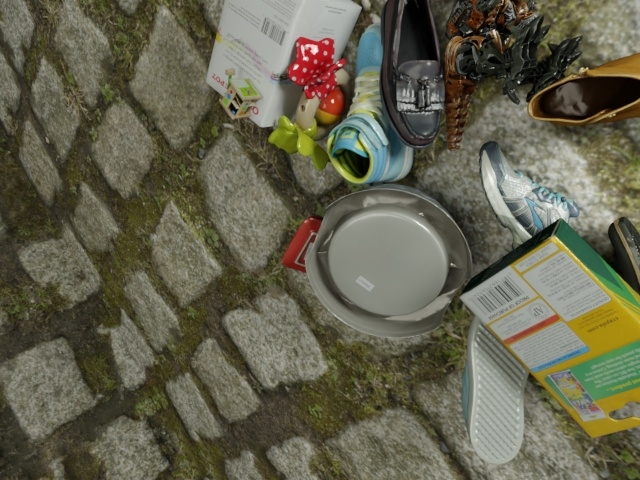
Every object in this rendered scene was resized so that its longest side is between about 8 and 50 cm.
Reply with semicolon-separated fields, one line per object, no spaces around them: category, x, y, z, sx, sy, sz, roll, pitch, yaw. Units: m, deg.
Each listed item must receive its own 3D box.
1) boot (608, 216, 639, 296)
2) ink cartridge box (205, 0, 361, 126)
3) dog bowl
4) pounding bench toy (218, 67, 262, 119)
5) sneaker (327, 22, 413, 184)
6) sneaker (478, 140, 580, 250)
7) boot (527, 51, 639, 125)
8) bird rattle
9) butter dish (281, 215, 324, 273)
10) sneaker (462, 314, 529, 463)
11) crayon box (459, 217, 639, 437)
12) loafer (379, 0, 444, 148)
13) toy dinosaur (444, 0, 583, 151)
boot;0.491;0.069;0.743;0.137;0.076;0.198;-19;95;46
ink cartridge box;-0.087;-0.418;0.930;0.198;0.197;0.270;42;128;18
dog bowl;0.144;0.039;0.925;0.348;0.102;0.349;8;118;16
pounding bench toy;-0.174;-0.298;0.880;0.083;0.052;0.065;54;132;7
sneaker;0.094;-0.259;0.842;0.127;0.208;0.320;2;108;39
sneaker;0.383;-0.062;0.775;0.122;0.110;0.283;-27;96;29
boot;0.452;-0.209;0.577;0.294;0.211;0.104;-6;104;39
bird rattle;-0.007;-0.292;0.907;0.143;0.207;0.254;27;123;21
butter dish;0.000;0.000;1.082;0.159;0.118;0.160;19;124;-19
sneaker;0.350;0.244;0.887;0.135;0.150;0.367;11;91;5
crayon box;0.422;0.149;0.712;0.323;0.083;0.203;48;133;7
loafer;0.164;-0.321;0.772;0.095;0.108;0.303;133;132;-76
toy dinosaur;0.293;-0.319;0.734;0.218;0.164;0.322;40;146;42
